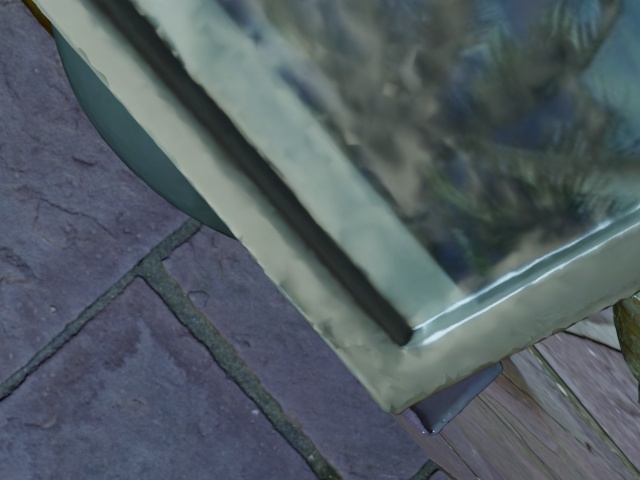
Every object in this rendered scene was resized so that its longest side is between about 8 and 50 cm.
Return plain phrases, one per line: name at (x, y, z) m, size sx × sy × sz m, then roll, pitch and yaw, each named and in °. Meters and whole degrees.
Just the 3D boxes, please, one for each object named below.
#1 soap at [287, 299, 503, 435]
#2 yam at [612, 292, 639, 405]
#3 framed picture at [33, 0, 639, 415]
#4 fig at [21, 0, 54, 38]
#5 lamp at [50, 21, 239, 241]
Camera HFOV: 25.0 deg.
soap at (0.000, 0.000, 1.300) m, size 0.296 × 0.107 × 0.285 m, roll 53°, pitch 174°, yaw -30°
yam at (0.178, 0.059, 0.702) m, size 0.061 × 0.061 × 0.253 m, roll 44°, pitch 171°, yaw 32°
framed picture at (0.000, -0.123, 0.274) m, size 0.315 × 0.232 × 0.024 m, roll 48°, pitch -144°, yaw -12°
fig at (-0.105, -0.172, 0.906) m, size 0.170 × 0.145 × 0.274 m, roll 47°, pitch -173°, yaw 22°
lamp at (0.022, -0.116, 0.370) m, size 0.182 × 0.182 × 0.314 m, roll 46°, pitch 151°, yaw 15°
